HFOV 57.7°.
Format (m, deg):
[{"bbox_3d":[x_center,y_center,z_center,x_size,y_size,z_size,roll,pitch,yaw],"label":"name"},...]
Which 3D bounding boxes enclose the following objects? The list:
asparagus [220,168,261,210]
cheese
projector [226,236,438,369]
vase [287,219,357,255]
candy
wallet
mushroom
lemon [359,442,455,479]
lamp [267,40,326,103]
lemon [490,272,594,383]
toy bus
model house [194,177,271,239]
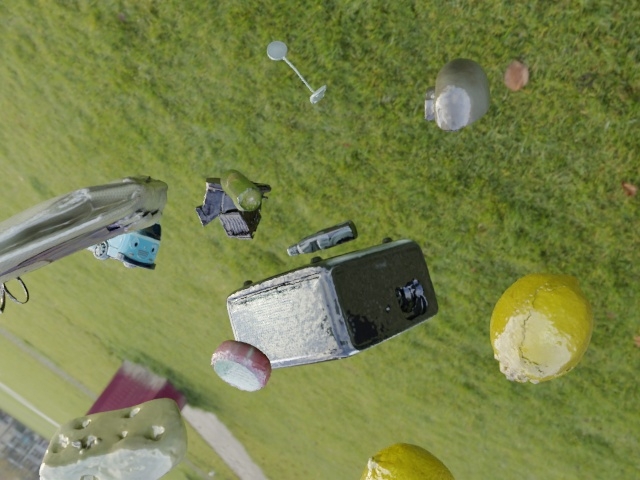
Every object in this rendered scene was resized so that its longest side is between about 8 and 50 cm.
[{"bbox_3d":[-0.172,-0.110,1.264,0.278,0.060,0.067,-137,44,-66],"label":"asparagus"},{"bbox_3d":[-0.374,0.378,1.071,0.263,0.159,0.093,-11,118,1],"label":"cheese"},{"bbox_3d":[0.024,0.160,1.496,0.405,0.395,0.242,-20,87,44],"label":"projector"},{"bbox_3d":[0.000,0.000,1.656,0.212,0.060,0.060,-19,128,19],"label":"vase"},{"bbox_3d":[-0.131,0.208,0.967,0.103,0.043,0.103,15,140,13],"label":"candy"},{"bbox_3d":[-0.292,0.007,0.619,0.068,0.275,0.335,60,178,-7],"label":"wallet"},{"bbox_3d":[0.298,-0.331,1.262,0.141,0.188,0.117,4,132,14],"label":"mushroom"},{"bbox_3d":[0.155,0.459,1.043,0.203,0.178,0.178,45,149,-9],"label":"lemon"},{"bbox_3d":[-0.059,-0.411,1.387,0.198,0.050,0.056,50,171,12],"label":"lamp"},{"bbox_3d":[0.465,0.184,1.235,0.204,0.260,0.204,29,180,0],"label":"lemon"},{"bbox_3d":[-0.549,-0.028,1.545,0.271,0.164,0.133,16,173,30],"label":"toy bus"},{"bbox_3d":[-0.261,-0.094,1.689,0.203,0.141,0.164,11,103,21],"label":"model house"}]
